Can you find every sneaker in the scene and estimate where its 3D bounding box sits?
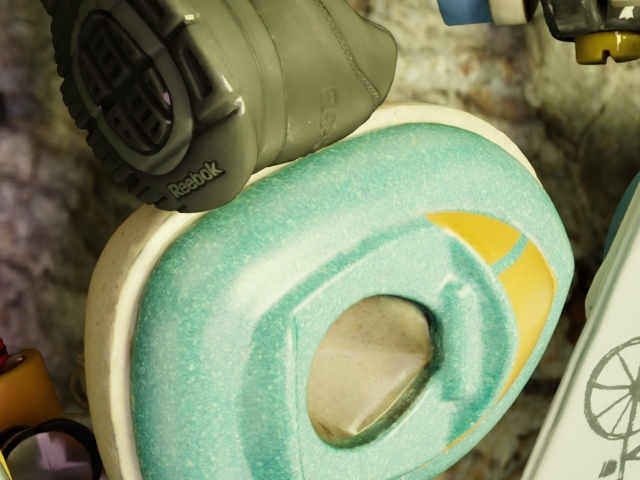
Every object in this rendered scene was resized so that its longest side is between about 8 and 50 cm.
[{"bbox_3d":[-0.076,-0.142,0.561,0.130,0.109,0.286,-20,74,-40],"label":"sneaker"}]

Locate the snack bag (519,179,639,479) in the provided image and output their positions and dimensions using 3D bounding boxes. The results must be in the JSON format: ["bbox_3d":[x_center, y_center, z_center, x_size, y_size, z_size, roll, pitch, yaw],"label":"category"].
[{"bbox_3d":[0.260,0.056,0.771,0.323,0.037,0.342,8,110,-35],"label":"snack bag"}]

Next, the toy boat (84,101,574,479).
[{"bbox_3d":[0.033,0.097,0.627,0.267,0.148,0.318,-25,119,-36],"label":"toy boat"}]

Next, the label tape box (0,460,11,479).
[{"bbox_3d":[-0.227,0.226,0.446,0.347,0.115,0.249,-28,131,-14],"label":"label tape box"}]

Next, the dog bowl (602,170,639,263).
[{"bbox_3d":[0.297,0.000,0.844,0.297,0.074,0.166,-9,113,-31],"label":"dog bowl"}]

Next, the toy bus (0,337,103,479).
[{"bbox_3d":[-0.159,0.112,0.569,0.191,0.104,0.202,27,80,-31],"label":"toy bus"}]

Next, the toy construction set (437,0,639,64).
[{"bbox_3d":[0.166,-0.223,0.662,0.257,0.309,0.237,67,17,13],"label":"toy construction set"}]
